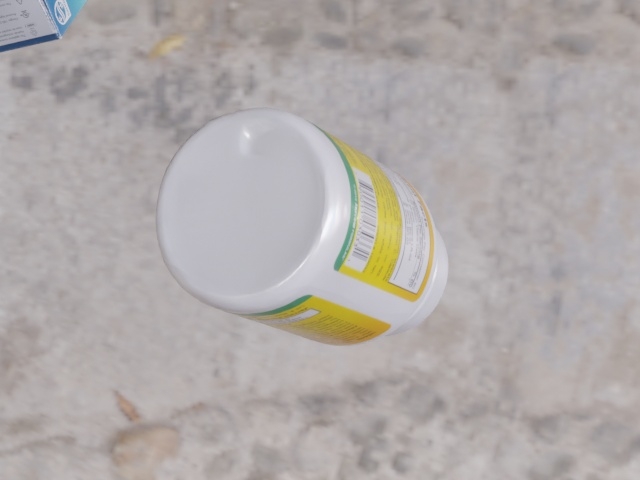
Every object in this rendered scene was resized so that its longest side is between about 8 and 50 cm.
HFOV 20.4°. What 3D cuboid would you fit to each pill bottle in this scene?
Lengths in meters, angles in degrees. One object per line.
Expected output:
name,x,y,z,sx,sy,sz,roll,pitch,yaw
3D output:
pill bottle,0.000,0.000,1.058,0.208,0.117,0.118,23,81,-63

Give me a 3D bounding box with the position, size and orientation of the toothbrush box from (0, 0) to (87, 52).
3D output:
toothbrush box,-0.304,-0.278,1.601,0.295,0.216,0.126,-73,147,-54
